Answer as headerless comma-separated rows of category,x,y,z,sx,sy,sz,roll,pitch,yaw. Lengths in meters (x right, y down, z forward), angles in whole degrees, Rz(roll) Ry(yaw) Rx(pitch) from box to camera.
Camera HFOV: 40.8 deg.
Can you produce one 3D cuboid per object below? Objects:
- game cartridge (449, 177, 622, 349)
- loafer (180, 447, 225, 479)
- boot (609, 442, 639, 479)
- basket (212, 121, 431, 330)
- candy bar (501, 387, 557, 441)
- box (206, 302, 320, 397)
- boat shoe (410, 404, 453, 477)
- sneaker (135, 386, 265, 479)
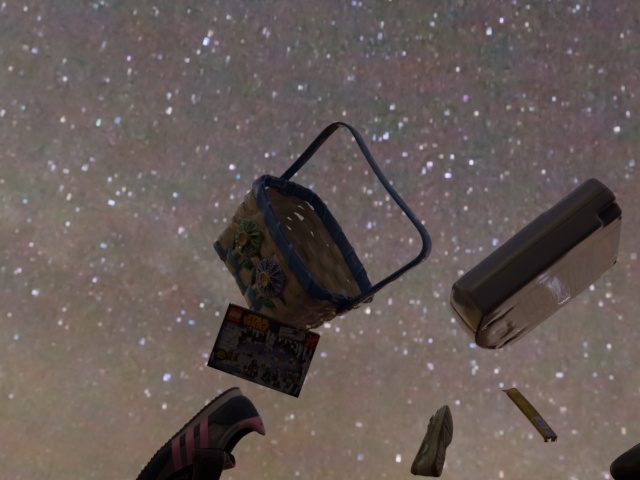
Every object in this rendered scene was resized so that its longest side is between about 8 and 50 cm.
game cartridge,0.237,0.042,0.948,0.196,0.060,0.294,-42,-21,4
loafer,-0.264,0.518,1.746,0.078,0.220,0.080,22,-9,-14
boot,0.599,0.354,1.506,0.219,0.082,0.106,-27,-46,18
basket,0.000,0.000,1.300,0.289,0.254,0.201,-40,-25,17
candy bar,0.443,0.366,1.824,0.040,0.161,0.018,0,-56,-31
box,-0.079,0.153,1.205,0.137,0.094,0.027,19,-3,-3
boat shoe,0.193,0.342,1.479,0.048,0.153,0.056,-7,-56,25
sneaker,-0.258,0.463,1.842,0.131,0.319,0.112,44,-4,20
